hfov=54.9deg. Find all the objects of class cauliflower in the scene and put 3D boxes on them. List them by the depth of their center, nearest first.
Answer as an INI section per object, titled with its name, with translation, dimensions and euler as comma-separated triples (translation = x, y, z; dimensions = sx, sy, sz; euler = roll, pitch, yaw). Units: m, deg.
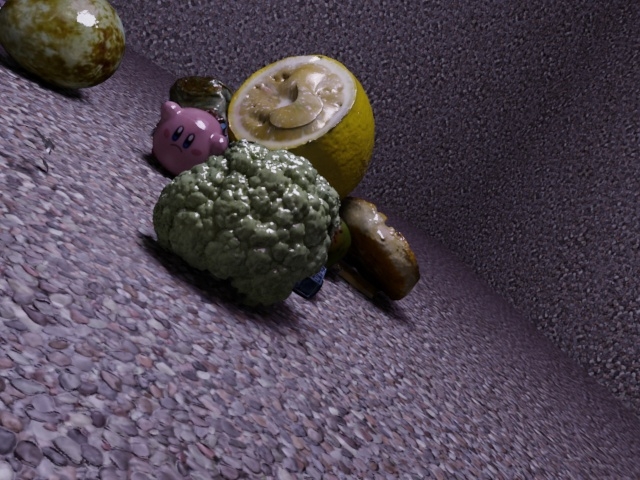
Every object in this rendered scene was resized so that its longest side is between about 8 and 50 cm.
[cauliflower]
translation = -0.116, -0.031, 1.025
dimensions = 0.275, 0.272, 0.250
euler = 46, -23, -13

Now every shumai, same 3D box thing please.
[shumai]
translation = -0.424, -0.432, 2.117
dimensions = 0.222, 0.204, 0.272
euler = 30, -24, -31

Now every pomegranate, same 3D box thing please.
[pomegranate]
translation = 0.002, -0.007, 1.455
dimensions = 0.148, 0.148, 0.169
euler = 34, 4, -3

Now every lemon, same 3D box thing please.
[lemon]
translation = -0.034, -0.231, 1.475
dimensions = 0.364, 0.364, 0.364
euler = 33, 11, -7

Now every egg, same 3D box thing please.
[egg]
translation = -0.599, -0.473, 1.432
dimensions = 0.289, 0.238, 0.238
euler = -15, 46, -46

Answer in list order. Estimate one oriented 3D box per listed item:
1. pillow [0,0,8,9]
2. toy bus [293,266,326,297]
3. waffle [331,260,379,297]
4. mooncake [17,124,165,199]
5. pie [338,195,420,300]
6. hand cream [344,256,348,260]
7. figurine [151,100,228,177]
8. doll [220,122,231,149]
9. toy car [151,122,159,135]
[pillow]
translation = -0.809, -0.574, 1.576
dimensions = 0.250, 0.106, 0.186
euler = 30, 4, -34
[toy bus]
translation = -0.024, 0.072, 1.260
dimensions = 0.065, 0.047, 0.166
euler = 38, 10, -1
[waffle]
translation = 0.086, 0.095, 1.551
dimensions = 0.135, 0.021, 0.092
euler = 37, 11, 11
[mooncake]
translation = -0.360, -0.110, 1.064
dimensions = 0.150, 0.057, 0.347
euler = 24, 1, 16
[pie]
translation = 0.130, 0.028, 1.543
dimensions = 0.315, 0.092, 0.315
euler = 49, -15, 18
[hand cream]
translation = 0.010, -0.021, 1.779
dimensions = 0.270, 0.061, 0.120
euler = 44, 8, 11
[figurine]
translation = -0.295, -0.221, 1.402
dimensions = 0.173, 0.173, 0.173
euler = 33, 11, -7
[doll]
translation = -0.255, -0.218, 1.587
dimensions = 0.314, 0.141, 0.177
euler = 38, 3, -12
[toy car]
translation = -0.416, -0.311, 1.707
dimensions = 0.062, 0.071, 0.165
euler = 47, 6, -20
